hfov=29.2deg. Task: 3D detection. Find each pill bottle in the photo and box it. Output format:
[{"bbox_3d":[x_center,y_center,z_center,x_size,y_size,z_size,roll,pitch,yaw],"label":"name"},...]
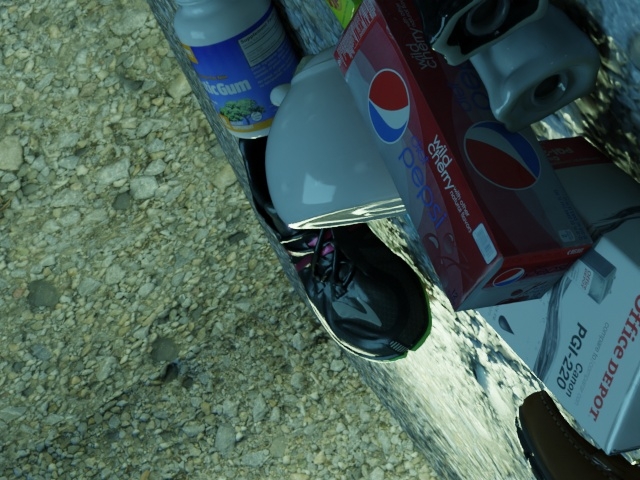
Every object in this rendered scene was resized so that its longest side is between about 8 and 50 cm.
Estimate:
[{"bbox_3d":[-0.128,-0.301,1.842,0.152,0.152,0.272,48,168,54],"label":"pill bottle"}]

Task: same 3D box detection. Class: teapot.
[{"bbox_3d":[0.058,-0.121,1.197,0.252,0.256,0.187,7,-107,-79],"label":"teapot"}]

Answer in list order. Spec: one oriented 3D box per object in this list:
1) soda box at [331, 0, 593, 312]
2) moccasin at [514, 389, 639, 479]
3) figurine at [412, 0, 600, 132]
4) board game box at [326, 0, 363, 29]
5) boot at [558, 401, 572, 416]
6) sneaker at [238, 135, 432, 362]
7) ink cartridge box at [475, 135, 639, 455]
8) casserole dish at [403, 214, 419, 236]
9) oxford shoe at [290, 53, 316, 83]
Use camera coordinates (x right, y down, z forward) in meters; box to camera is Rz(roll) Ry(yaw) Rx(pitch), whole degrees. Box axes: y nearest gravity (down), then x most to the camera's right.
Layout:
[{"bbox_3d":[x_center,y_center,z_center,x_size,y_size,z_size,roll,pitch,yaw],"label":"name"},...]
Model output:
[{"bbox_3d":[0.107,-0.078,0.970,0.263,0.092,0.083,67,148,25],"label":"soda box"},{"bbox_3d":[0.349,0.290,1.270,0.380,0.147,0.139,47,-179,39],"label":"moccasin"},{"bbox_3d":[0.103,-0.206,0.904,0.215,0.092,0.209,32,-154,-58],"label":"figurine"},{"bbox_3d":[0.001,-0.324,1.339,0.181,0.043,0.092,57,172,6],"label":"board game box"},{"bbox_3d":[0.270,0.126,1.292,0.123,0.095,0.258,58,-176,-46],"label":"boot"},{"bbox_3d":[0.000,0.000,1.983,0.483,0.185,0.202,54,-169,23],"label":"sneaker"},{"bbox_3d":[0.220,0.039,0.983,0.218,0.092,0.159,49,137,43],"label":"ink cartridge box"},{"bbox_3d":[0.136,-0.047,1.608,0.114,0.037,0.188,59,173,-5],"label":"casserole dish"},{"bbox_3d":[0.028,-0.144,1.717,0.397,0.140,0.147,68,-157,-79],"label":"oxford shoe"}]
